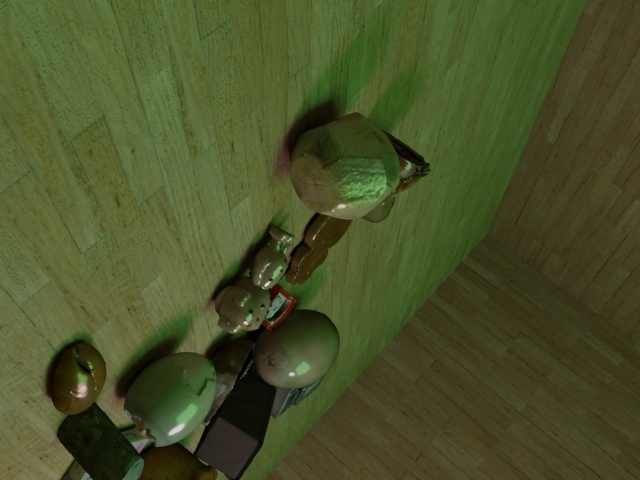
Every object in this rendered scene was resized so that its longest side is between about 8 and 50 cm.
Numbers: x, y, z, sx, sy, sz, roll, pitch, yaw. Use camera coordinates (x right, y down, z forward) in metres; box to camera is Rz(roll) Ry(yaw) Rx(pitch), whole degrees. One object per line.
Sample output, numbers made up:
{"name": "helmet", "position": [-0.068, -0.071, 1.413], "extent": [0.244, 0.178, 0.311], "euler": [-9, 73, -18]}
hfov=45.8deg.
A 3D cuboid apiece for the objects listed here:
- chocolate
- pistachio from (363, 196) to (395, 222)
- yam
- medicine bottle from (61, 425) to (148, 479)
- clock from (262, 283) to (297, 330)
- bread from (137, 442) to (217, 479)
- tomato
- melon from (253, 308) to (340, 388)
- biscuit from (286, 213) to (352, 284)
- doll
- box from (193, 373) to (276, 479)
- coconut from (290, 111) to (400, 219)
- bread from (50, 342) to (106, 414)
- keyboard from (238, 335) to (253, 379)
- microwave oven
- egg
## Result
{"name": "chocolate", "position": [-0.277, 0.373, 2.042], "extent": [0.254, 0.080, 0.157], "euler": [-58, -174, 38]}
{"name": "pistachio", "position": [0.146, -0.119, 2.122], "extent": [0.185, 0.126, 0.108], "euler": [83, 6, -61]}
{"name": "yam", "position": [-0.454, 0.445, 1.591], "extent": [0.107, 0.194, 0.107], "euler": [-42, 161, -18]}
{"name": "medicine bottle", "position": [-0.524, 0.537, 1.828], "extent": [0.171, 0.052, 0.201], "euler": [-54, 160, 9]}
{"name": "clock", "position": [-0.136, 0.176, 2.065], "extent": [0.113, 0.061, 0.155], "euler": [-50, 159, -6]}
{"name": "bread", "position": [-0.463, 0.750, 2.123], "extent": [0.398, 0.215, 0.398], "euler": [-43, 159, -21]}
{"name": "tomato", "position": [0.165, -0.179, 1.931], "extent": [0.155, 0.181, 0.214], "euler": [-53, 159, 20]}
{"name": "melon", "position": [-0.066, 0.316, 2.230], "extent": [0.223, 0.223, 0.317], "euler": [-59, 160, 22]}
{"name": "biscuit", "position": [-0.001, -0.001, 2.076], "extent": [0.289, 0.044, 0.202], "euler": [-56, 161, 18]}
{"name": "doll", "position": [-0.149, 0.098, 1.819], "extent": [0.278, 0.119, 0.154], "euler": [-60, 164, -6]}
{"name": "box", "position": [-0.244, 0.528, 2.188], "extent": [0.188, 0.153, 0.252], "euler": [-58, -174, 26]}
{"name": "coconut", "position": [0.055, -0.159, 1.629], "extent": [0.237, 0.237, 0.197], "euler": [-34, 160, -42]}
{"name": "bread", "position": [-0.457, 0.271, 1.446], "extent": [0.114, 0.077, 0.189], "euler": [-32, 157, -36]}
{"name": "keyboard", "position": [-0.204, 0.326, 2.103], "extent": [0.074, 0.015, 0.196], "euler": [-63, -172, 8]}
{"name": "microwave oven", "position": [-0.108, 0.427, 2.401], "extent": [0.240, 0.194, 0.145], "euler": [-29, 153, -55]}
{"name": "egg", "position": [-0.331, 0.349, 1.720], "extent": [0.217, 0.183, 0.183], "euler": [-42, 160, -27]}
